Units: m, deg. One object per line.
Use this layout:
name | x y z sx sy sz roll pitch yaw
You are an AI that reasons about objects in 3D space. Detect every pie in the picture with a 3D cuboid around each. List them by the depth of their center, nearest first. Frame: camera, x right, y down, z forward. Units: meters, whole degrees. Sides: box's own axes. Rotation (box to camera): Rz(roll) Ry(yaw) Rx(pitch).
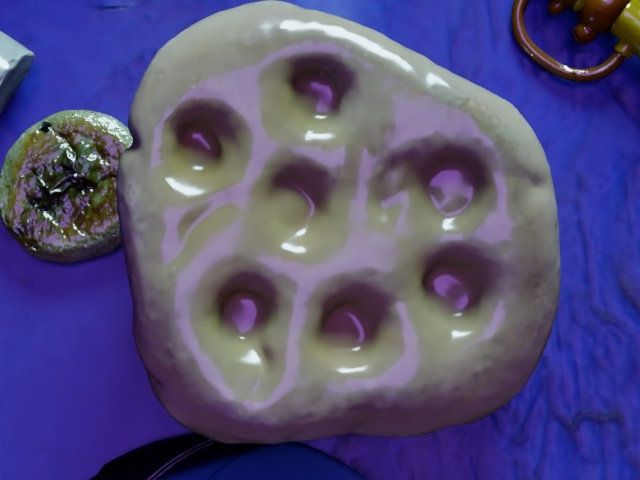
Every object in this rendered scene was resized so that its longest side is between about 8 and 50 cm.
pie | -0.128 -0.028 0.741 0.084 0.021 0.084 0 84 -4

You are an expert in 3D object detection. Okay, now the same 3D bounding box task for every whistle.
whistle | 0.152 -0.114 0.766 0.109 0.057 0.046 31 38 9

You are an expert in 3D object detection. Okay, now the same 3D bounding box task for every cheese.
cheese | 0.000 0.000 0.698 0.218 0.117 0.235 -40 89 -5

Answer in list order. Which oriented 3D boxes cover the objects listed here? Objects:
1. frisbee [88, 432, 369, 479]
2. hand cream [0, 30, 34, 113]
frisbee | -0.048 0.216 0.710 0.242 0.045 0.242 1 83 -5
hand cream | -0.269 -0.141 0.734 0.255 0.048 0.079 32 78 3
